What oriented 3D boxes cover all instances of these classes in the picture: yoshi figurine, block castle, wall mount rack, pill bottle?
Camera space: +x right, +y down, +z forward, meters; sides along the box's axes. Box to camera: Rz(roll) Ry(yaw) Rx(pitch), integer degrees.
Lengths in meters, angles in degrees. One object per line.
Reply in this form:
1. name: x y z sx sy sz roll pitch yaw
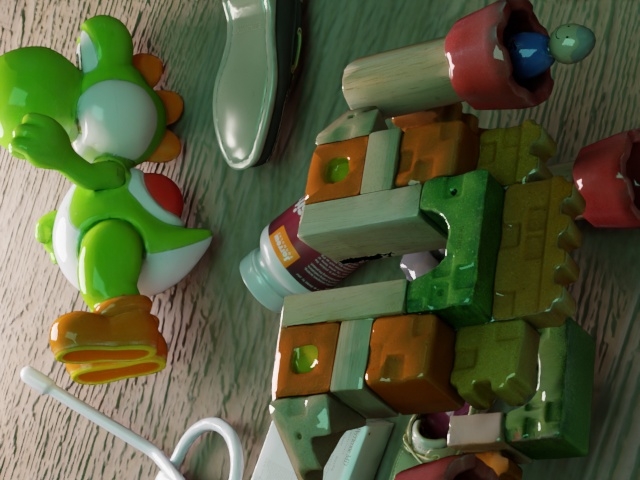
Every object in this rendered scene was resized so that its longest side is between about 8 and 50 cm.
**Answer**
1. yoshi figurine: -0.251 -0.047 1.549 0.204 0.203 0.362 -18 70 37
2. block castle: 0.147 0.068 1.188 0.213 0.303 0.453 -10 57 35
3. wall mount rack: -0.230 0.298 1.552 0.304 0.130 0.350 38 105 49
4. pill bottle: 0.000 0.000 1.466 0.152 0.086 0.086 -39 70 21

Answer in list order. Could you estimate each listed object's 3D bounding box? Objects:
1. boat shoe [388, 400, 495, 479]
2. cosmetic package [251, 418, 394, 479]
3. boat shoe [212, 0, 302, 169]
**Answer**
1. boat shoe: 0.102 0.176 1.413 0.063 0.059 0.170 33 102 26
2. cosmetic package: -0.020 0.264 1.473 0.099 0.060 0.239 24 98 30
3. boat shoe: -0.053 -0.179 1.516 0.081 0.069 0.227 1 87 41
